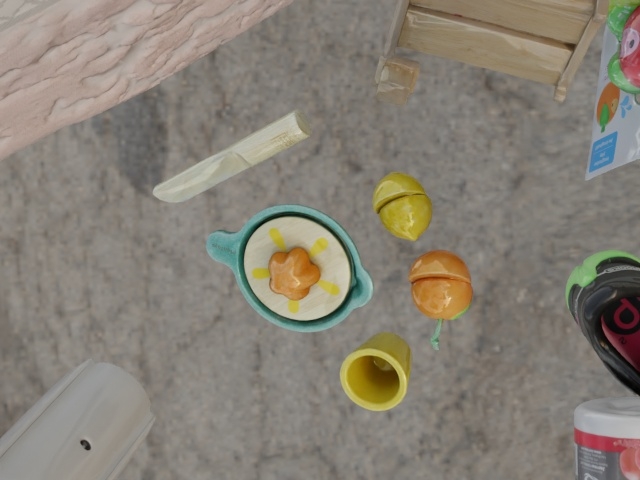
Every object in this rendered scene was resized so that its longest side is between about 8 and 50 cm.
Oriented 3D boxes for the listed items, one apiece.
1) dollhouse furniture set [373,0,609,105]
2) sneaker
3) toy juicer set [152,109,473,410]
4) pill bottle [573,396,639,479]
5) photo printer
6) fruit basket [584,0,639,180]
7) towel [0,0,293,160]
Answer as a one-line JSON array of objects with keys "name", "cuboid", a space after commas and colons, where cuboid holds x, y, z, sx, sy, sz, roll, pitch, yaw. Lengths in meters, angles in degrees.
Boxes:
[{"name": "dollhouse furniture set", "cuboid": [0.241, -0.272, 1.155, 0.355, 0.303, 0.174, 107, 178, -59]}, {"name": "sneaker", "cuboid": [0.539, 0.220, 1.661, 0.483, 0.202, 0.185, 40, 108, 3]}, {"name": "toy juicer set", "cuboid": [0.000, 0.000, 1.116, 0.329, 0.089, 0.209, 42, 119, 0]}, {"name": "pill bottle", "cuboid": [0.410, 0.363, 1.445, 0.176, 0.176, 0.318, -1, 91, 53]}, {"name": "photo printer", "cuboid": [-0.293, 0.262, 1.022, 0.107, 0.307, 0.256, 42, 113, -4]}, {"name": "fruit basket", "cuboid": [0.375, -0.265, 1.250, 0.327, 0.165, 0.353, 154, 133, -73]}, {"name": "towel", "cuboid": [-0.104, -0.138, 0.613, 0.053, 0.332, 0.317, 58, 161, 3]}]
